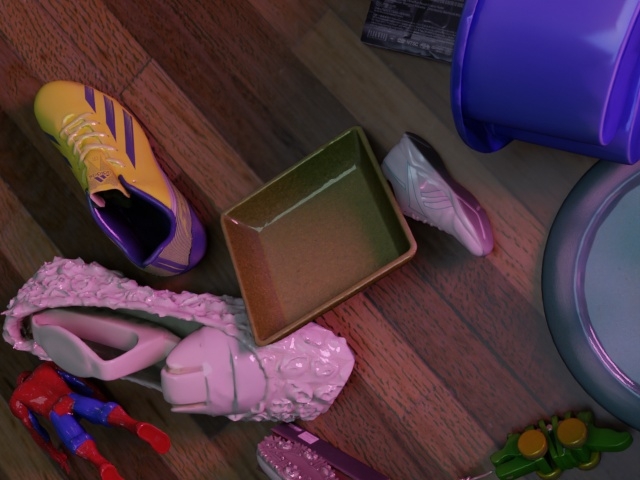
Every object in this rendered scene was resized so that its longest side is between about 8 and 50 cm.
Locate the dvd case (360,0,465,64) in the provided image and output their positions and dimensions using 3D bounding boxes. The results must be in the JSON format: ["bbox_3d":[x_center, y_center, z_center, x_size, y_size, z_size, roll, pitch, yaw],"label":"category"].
[{"bbox_3d":[0.146,-0.293,0.946,0.165,0.018,0.221,18,97,20],"label":"dvd case"}]

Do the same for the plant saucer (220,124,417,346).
[{"bbox_3d":[0.000,0.000,0.949,0.188,0.045,0.188,-33,49,14],"label":"plant saucer"}]

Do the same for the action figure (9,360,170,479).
[{"bbox_3d":[-0.256,0.218,1.035,0.280,0.139,0.091,19,58,46],"label":"action figure"}]

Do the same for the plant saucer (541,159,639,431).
[{"bbox_3d":[0.364,0.041,0.853,0.318,0.044,0.317,0,89,21],"label":"plant saucer"}]

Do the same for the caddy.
[{"bbox_3d":[0.226,-0.226,0.793,0.179,0.241,0.341,25,98,28],"label":"caddy"}]

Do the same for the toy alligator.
[{"bbox_3d":[0.208,0.204,0.908,0.190,0.056,0.051,-22,41,20],"label":"toy alligator"}]

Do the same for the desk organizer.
[{"bbox_3d":[0.001,0.248,0.983,0.130,0.047,0.050,27,101,18],"label":"desk organizer"}]

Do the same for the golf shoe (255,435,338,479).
[{"bbox_3d":[-0.006,0.274,0.929,0.176,0.069,0.086,37,113,17],"label":"golf shoe"}]

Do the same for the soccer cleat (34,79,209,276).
[{"bbox_3d":[-0.235,-0.079,1.030,0.093,0.121,0.289,-44,76,15],"label":"soccer cleat"}]

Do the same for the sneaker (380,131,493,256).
[{"bbox_3d":[0.118,-0.038,0.942,0.061,0.054,0.152,-45,70,24],"label":"sneaker"}]

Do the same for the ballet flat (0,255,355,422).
[{"bbox_3d":[-0.171,0.126,0.998,0.409,0.147,0.147,12,94,21],"label":"ballet flat"}]
